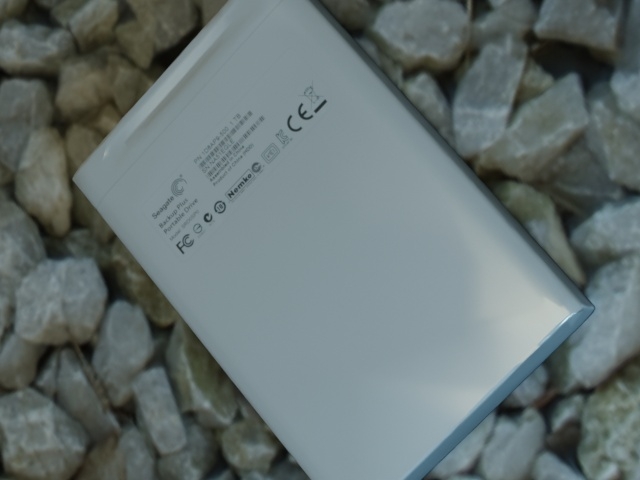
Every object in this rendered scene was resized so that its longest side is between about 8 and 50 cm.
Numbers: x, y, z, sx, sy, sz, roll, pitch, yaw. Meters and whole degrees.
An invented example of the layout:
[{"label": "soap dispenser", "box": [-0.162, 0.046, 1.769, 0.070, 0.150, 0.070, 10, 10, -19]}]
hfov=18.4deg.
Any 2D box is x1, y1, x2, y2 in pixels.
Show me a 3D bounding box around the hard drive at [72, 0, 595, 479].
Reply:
[{"label": "hard drive", "box": [0.000, 0.000, 1.438, 0.233, 0.047, 0.353, -46, 69, 15]}]
